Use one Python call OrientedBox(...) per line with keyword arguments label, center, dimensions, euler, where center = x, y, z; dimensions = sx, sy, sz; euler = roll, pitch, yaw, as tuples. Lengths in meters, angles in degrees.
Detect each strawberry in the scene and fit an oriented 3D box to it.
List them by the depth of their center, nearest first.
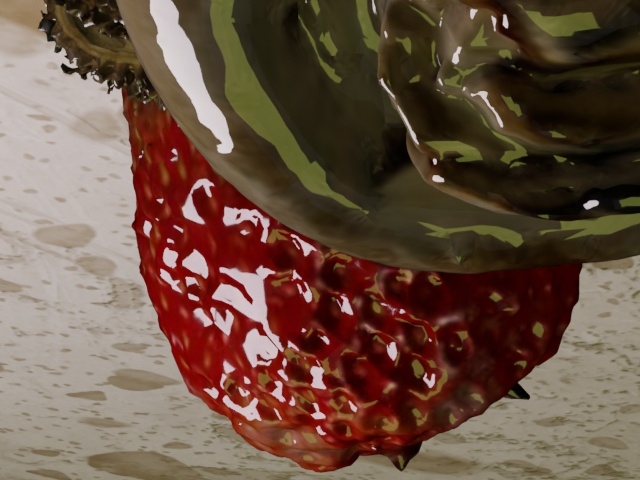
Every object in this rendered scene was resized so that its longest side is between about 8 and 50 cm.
OrientedBox(label="strawberry", center=(0.005, 0.013, 1.174), dimensions=(0.310, 0.292, 0.292), euler=(13, 158, -37))

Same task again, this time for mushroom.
OrientedBox(label="mushroom", center=(0.088, -0.126, 0.727), dimensions=(0.362, 0.294, 0.362), euler=(-1, 130, -2))

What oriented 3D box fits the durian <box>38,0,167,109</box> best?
OrientedBox(label="durian", center=(-0.068, -0.139, 0.946), dimensions=(0.196, 0.167, 0.196), euler=(41, 180, 0))
